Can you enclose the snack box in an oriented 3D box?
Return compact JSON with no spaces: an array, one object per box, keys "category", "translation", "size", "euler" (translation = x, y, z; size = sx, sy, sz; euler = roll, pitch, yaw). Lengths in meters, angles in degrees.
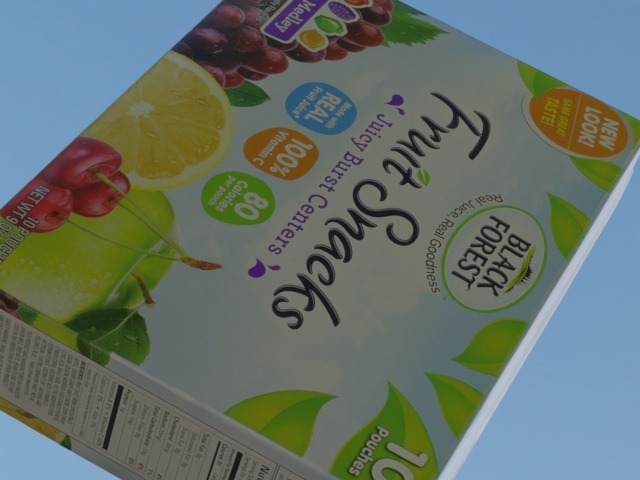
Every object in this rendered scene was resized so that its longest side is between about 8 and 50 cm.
[{"category":"snack box","translation":[0.000,0.000,0.396],"size":[0.100,0.141,0.037],"euler":[29,-47,9]}]
